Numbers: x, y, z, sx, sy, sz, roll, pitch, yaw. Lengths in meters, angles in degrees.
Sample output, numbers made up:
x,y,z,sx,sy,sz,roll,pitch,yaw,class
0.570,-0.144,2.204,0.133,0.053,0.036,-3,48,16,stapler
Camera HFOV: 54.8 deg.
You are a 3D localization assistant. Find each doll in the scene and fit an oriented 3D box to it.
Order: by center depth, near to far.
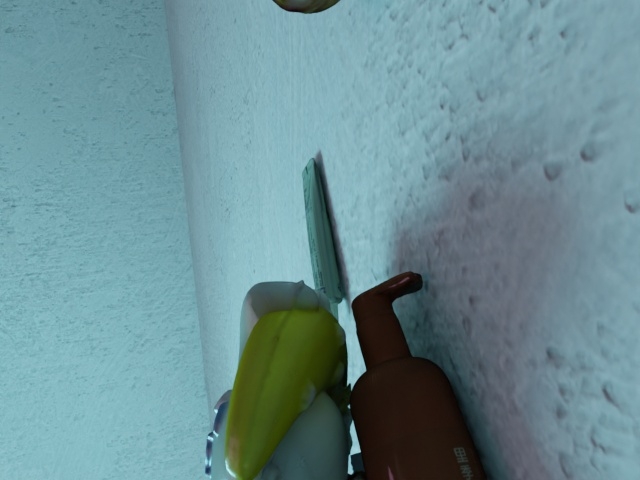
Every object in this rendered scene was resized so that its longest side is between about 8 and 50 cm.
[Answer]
x,y,z,sx,sy,sz,roll,pitch,yaw,class
-0.031,0.154,0.477,0.237,0.111,0.252,-14,-70,-83,doll

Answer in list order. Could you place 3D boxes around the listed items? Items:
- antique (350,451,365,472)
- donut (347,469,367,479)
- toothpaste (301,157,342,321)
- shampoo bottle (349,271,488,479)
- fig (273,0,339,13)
x,y,z,sx,sy,sz,roll,pitch,yaw,class
0.063,0.210,0.589,0.192,0.015,0.031,122,140,-63,antique
0.051,0.311,0.511,0.186,0.144,0.126,30,136,41,donut
0.000,0.000,0.707,0.048,0.029,0.197,126,138,-62,toothpaste
0.068,0.143,0.440,0.085,0.085,0.244,108,153,-54,shampoo bottle
-0.008,-0.282,0.457,0.160,0.143,0.231,50,150,4,fig
